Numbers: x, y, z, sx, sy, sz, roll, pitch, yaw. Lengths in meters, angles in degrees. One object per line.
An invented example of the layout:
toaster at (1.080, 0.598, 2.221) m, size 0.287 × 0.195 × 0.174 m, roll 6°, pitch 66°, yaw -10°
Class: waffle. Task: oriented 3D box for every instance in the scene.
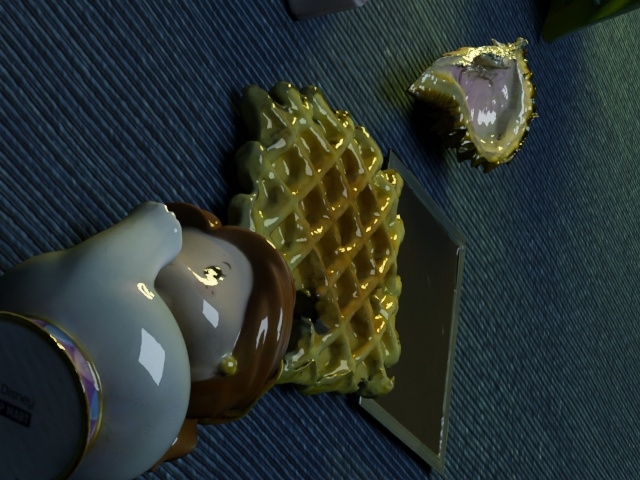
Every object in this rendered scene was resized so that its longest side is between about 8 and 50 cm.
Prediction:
waffle at (0.002, 0.000, 1.211) m, size 0.261 × 0.056 × 0.250 m, roll 23°, pitch 65°, yaw -54°

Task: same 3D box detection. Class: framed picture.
framed picture at (0.085, 0.070, 1.408) m, size 0.197 × 0.014 × 0.252 m, roll 45°, pitch 47°, yaw -52°

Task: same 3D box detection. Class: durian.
durian at (0.132, -0.140, 1.479) m, size 0.224 × 0.078 × 0.140 m, roll 4°, pitch 94°, yaw -52°

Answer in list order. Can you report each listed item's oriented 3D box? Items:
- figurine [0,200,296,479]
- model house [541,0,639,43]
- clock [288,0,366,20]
figurine at (-0.109, 0.063, 0.897) m, size 0.263 × 0.142 × 0.189 m, roll -24°, pitch 138°, yaw -63°
model house at (0.320, -0.460, 1.812) m, size 0.313 × 0.242 × 0.357 m, roll 50°, pitch 42°, yaw -24°
clock at (0.019, -0.290, 1.289) m, size 0.197 × 0.063 × 0.150 m, roll -52°, pitch 130°, yaw -54°
